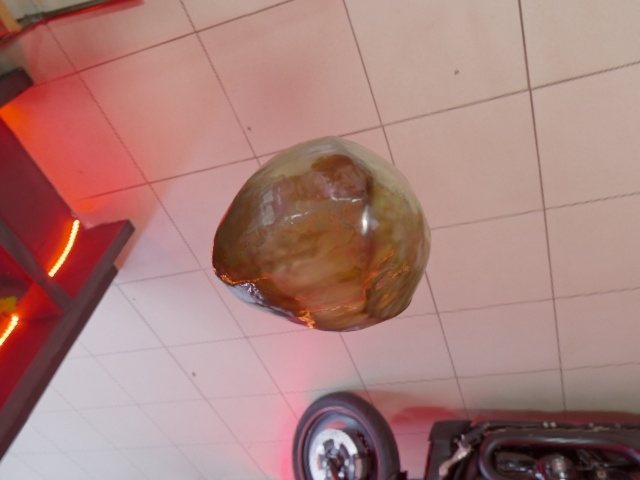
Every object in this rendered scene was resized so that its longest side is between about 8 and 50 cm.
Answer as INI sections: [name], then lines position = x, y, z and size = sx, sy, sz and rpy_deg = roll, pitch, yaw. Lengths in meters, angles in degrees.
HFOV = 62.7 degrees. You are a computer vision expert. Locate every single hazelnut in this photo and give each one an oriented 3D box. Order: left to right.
[hazelnut]
position = 0.000, 0.000, 0.501
size = 0.214, 0.176, 0.214
rpy_deg = -5, 152, -3
